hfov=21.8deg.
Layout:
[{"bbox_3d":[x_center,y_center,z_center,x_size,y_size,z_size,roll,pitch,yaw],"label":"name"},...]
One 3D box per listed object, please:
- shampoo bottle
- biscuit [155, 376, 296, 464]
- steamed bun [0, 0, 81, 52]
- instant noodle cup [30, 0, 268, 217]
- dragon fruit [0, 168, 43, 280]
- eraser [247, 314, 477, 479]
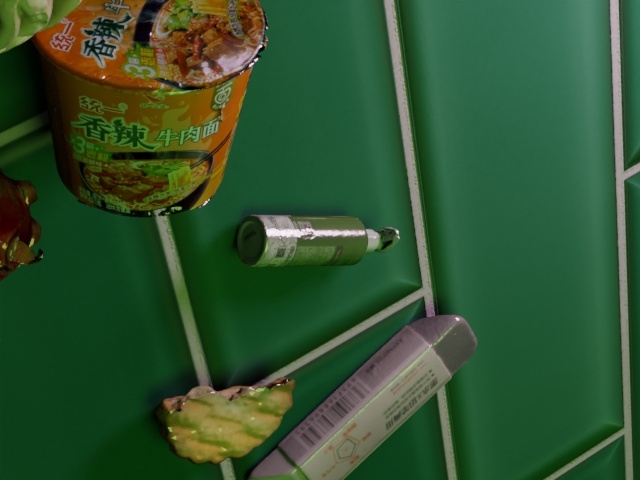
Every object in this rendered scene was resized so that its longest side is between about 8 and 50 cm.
[{"bbox_3d":[0.000,0.000,1.967,0.205,0.065,0.065,0,118,-39],"label":"shampoo bottle"},{"bbox_3d":[-0.123,0.213,2.016,0.183,0.061,0.118,-8,124,-33],"label":"biscuit"},{"bbox_3d":[-0.304,-0.265,1.412,0.289,0.276,0.203,-66,152,-19],"label":"steamed bun"},{"bbox_3d":[-0.173,-0.143,1.629,0.230,0.230,0.182,-19,137,-29],"label":"instant noodle cup"},{"bbox_3d":[-0.343,-0.017,1.623,0.136,0.166,0.133,-19,97,12],"label":"dragon fruit"},{"bbox_3d":[0.058,0.224,2.170,0.352,0.061,0.089,-42,135,-9],"label":"eraser"}]
